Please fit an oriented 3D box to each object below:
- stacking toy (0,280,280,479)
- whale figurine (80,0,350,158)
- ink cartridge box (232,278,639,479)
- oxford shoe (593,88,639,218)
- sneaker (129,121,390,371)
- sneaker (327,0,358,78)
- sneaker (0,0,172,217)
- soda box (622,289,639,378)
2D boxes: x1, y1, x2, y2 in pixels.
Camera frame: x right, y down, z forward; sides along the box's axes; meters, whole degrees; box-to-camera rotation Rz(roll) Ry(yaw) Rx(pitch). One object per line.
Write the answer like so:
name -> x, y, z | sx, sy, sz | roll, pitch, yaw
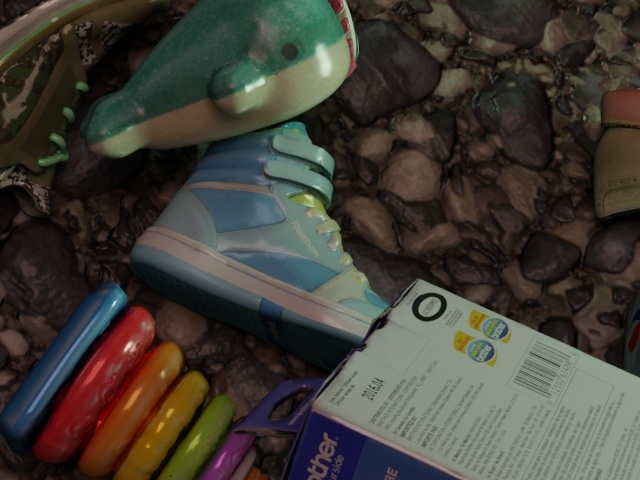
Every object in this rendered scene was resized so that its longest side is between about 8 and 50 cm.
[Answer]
stacking toy -> -0.120, 0.186, 1.255 | 0.302, 0.175, 0.166 | 35, 72, 0
whale figurine -> -0.110, -0.168, 1.346 | 0.272, 0.216, 0.141 | -22, 104, -7
ink cartridge box -> 0.135, 0.182, 1.102 | 0.395, 0.151, 0.270 | 26, 26, 12
oxford shoe -> 0.463, -0.050, 1.375 | 0.397, 0.140, 0.147 | 11, 91, 22
sneaker -> 0.000, 0.000, 1.343 | 0.319, 0.127, 0.208 | 24, 69, 7
sneaker -> -0.046, -0.298, 1.483 | 0.121, 0.112, 0.299 | -36, 80, 29
sneaker -> -0.302, -0.115, 1.399 | 0.410, 0.158, 0.182 | -36, 104, -19
soda box -> 0.439, 0.109, 1.332 | 0.286, 0.098, 0.091 | 12, 67, 2
